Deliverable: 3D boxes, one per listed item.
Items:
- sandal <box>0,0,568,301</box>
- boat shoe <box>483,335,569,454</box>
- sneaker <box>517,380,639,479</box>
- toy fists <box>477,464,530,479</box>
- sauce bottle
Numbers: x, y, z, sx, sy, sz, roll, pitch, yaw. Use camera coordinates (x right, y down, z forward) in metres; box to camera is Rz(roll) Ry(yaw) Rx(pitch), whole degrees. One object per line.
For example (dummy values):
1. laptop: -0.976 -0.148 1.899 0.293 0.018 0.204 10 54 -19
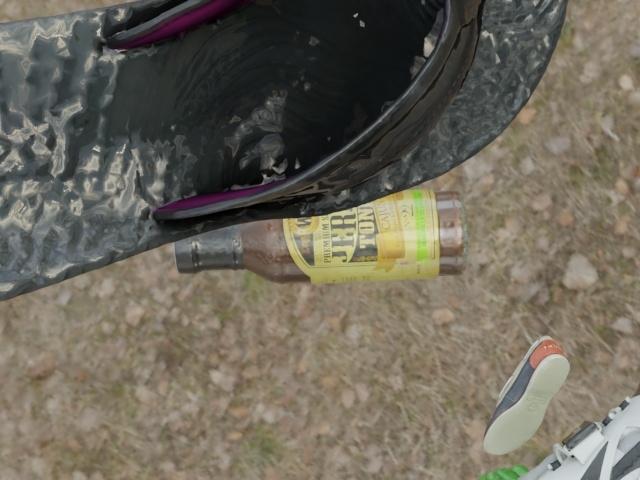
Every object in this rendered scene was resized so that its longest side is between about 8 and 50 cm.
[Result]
1. sandal: -0.030 -0.077 0.548 0.446 0.167 0.107 -25 11 -21
2. boat shoe: 0.206 0.160 1.088 0.137 0.049 0.043 -62 24 23
3. sneaker: 0.278 0.229 1.066 0.146 0.122 0.330 17 73 22
4. toy fists: 0.259 0.423 1.544 0.142 0.279 0.096 26 123 20
5. sauce bottle: 0.000 0.000 1.267 0.345 0.111 0.111 -4 55 0
